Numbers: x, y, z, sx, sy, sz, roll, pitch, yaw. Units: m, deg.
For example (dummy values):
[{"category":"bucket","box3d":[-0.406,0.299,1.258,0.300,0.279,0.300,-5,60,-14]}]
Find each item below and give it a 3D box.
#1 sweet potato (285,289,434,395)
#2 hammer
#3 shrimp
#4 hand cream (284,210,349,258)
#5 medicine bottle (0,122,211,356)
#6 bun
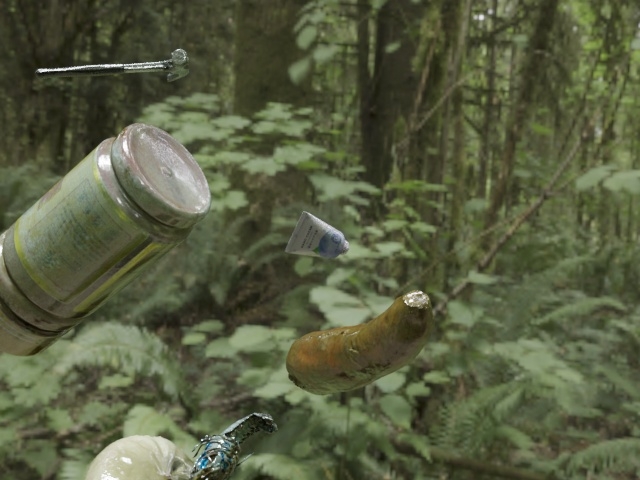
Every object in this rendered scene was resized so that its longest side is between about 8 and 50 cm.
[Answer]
[{"category":"sweet potato","box3d":[0.038,0.112,0.898,0.075,0.075,0.273,4,-18,-25]},{"category":"hammer","box3d":[-0.338,-0.278,1.457,0.246,0.029,0.103,-5,-3,-5]},{"category":"shrimp","box3d":[-0.142,0.322,1.331,0.076,0.082,0.174,11,41,45]},{"category":"hand cream","box3d":[0.000,0.000,1.703,0.142,0.084,0.053,18,9,-46]},{"category":"medicine bottle","box3d":[-0.293,0.002,1.107,0.322,0.151,0.151,-36,-19,24]},{"category":"bun","box3d":[-0.299,0.464,1.562,0.168,0.273,0.273,-21,-9,19]}]
